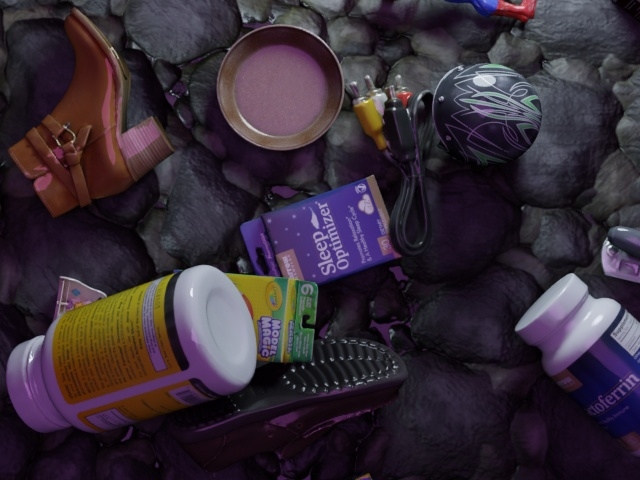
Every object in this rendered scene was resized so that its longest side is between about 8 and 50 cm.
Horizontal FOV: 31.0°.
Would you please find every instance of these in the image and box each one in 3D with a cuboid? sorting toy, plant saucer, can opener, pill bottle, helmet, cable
[{"bbox_3d":[-0.369,0.102,1.775,0.075,0.045,0.083,10,85,-8],"label":"sorting toy"},{"bbox_3d":[-0.062,-0.236,1.806,0.199,0.036,0.198,0,85,-2],"label":"plant saucer"},{"bbox_3d":[0.567,0.046,1.776,0.281,0.093,0.074,14,85,-5],"label":"can opener"},{"bbox_3d":[0.429,0.182,1.728,0.265,0.153,0.153,44,86,3],"label":"pill bottle"},{"bbox_3d":[-0.276,0.168,1.662,0.334,0.188,0.187,-19,86,20],"label":"pill bottle"},{"bbox_3d":[0.249,-0.191,1.745,0.170,0.161,0.169,0,86,-1],"label":"helmet"},{"bbox_3d":[0.132,-0.122,1.796,0.140,0.072,0.287,-14,96,-33],"label":"cable"}]

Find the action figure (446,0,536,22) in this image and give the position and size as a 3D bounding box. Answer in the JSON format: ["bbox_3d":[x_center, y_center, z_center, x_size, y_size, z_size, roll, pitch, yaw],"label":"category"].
[{"bbox_3d":[0.197,-0.427,1.799,0.281,0.091,0.139,7,92,-2],"label":"action figure"}]

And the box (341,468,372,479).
[{"bbox_3d":[0.007,0.410,1.752,0.169,0.054,0.059,-24,87,-3],"label":"box"}]

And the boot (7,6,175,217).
[{"bbox_3d":[-0.382,-0.193,1.774,0.220,0.109,0.283,-30,94,1],"label":"boot"}]

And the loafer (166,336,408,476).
[{"bbox_3d":[-0.044,0.252,1.744,0.366,0.133,0.130,-14,123,-4],"label":"loafer"}]

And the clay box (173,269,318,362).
[{"bbox_3d":[-0.118,0.114,1.736,0.222,0.053,0.127,3,86,21],"label":"clay box"}]

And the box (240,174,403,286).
[{"bbox_3d":[0.000,0.000,1.791,0.225,0.036,0.136,-20,87,-1],"label":"box"}]

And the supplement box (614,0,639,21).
[{"bbox_3d":[0.592,-0.363,1.809,0.239,0.073,0.130,40,87,3],"label":"supplement box"}]
